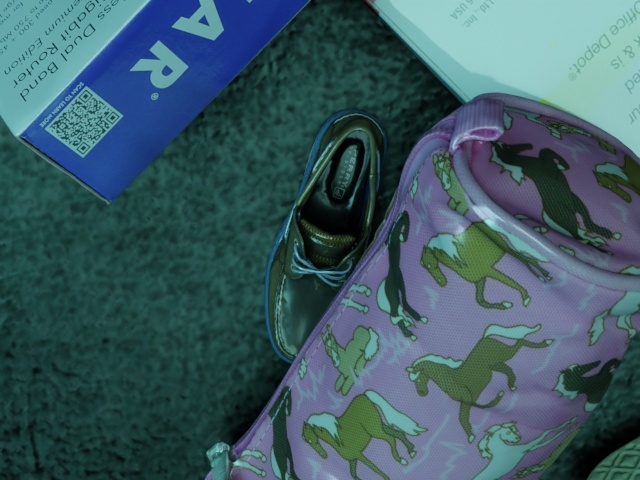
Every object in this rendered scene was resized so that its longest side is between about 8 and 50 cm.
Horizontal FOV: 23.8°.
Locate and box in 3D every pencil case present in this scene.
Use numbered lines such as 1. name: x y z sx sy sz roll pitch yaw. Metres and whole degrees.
1. pencil case: 0.064 0.088 0.924 0.167 0.160 0.386 2 136 -35

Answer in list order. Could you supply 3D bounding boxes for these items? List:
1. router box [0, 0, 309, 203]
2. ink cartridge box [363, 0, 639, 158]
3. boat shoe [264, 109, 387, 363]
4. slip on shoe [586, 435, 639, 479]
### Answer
1. router box: -0.092 -0.235 0.906 0.335 0.301 0.082 -46 136 4
2. ink cartridge box: 0.205 -0.167 0.968 0.279 0.160 0.385 -44 94 5
3. boat shoe: 0.000 0.000 1.036 0.066 0.066 0.183 11 97 -1
4. slip on shoe: 0.344 0.145 1.037 0.331 0.123 0.101 -26 118 3
